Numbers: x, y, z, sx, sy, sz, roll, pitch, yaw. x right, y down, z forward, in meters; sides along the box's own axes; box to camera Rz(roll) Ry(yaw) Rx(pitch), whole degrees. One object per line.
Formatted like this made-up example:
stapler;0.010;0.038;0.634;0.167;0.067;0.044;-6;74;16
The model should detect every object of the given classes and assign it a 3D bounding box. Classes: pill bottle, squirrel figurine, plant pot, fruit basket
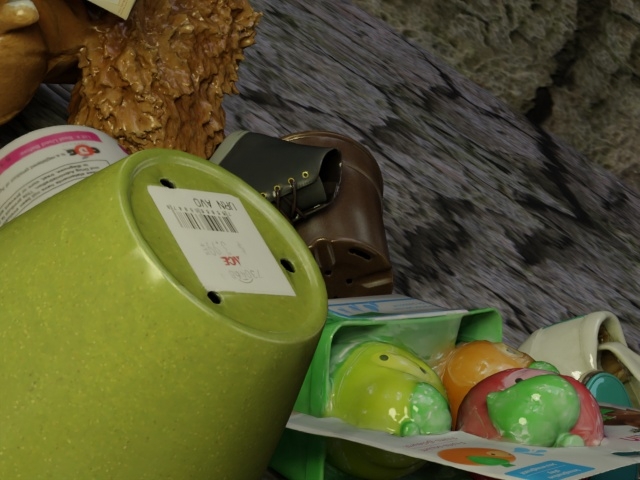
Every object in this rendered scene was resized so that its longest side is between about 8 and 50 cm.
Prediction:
pill bottle;-0.159;0.050;1.296;0.160;0.160;0.283;15;26;-46
squirrel figurine;-0.247;-0.206;1.633;0.397;0.281;0.370;29;25;-7
plant pot;-0.138;0.095;0.934;0.275;0.293;0.274;31;29;-20
plant pot;0.000;0.000;1.715;0.167;0.167;0.165;25;28;-28
fruit basket;0.131;0.132;1.355;0.353;0.165;0.327;0;2;42

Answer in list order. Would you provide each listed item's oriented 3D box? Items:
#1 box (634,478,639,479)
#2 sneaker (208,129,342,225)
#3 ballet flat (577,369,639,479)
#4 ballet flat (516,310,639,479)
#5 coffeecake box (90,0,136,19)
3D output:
box;0.250;0.290;1.324;0.108;0.207;0.153;45;20;24
sneaker;-0.064;-0.026;1.597;0.118;0.083;0.222;4;47;24
ballet flat;0.242;0.241;1.492;0.086;0.086;0.248;19;58;-38
ballet flat;0.329;0.238;1.563;0.400;0.139;0.139;57;24;13
coffeecake box;-0.227;-0.298;1.509;0.185;0.068;0.142;27;38;-6
